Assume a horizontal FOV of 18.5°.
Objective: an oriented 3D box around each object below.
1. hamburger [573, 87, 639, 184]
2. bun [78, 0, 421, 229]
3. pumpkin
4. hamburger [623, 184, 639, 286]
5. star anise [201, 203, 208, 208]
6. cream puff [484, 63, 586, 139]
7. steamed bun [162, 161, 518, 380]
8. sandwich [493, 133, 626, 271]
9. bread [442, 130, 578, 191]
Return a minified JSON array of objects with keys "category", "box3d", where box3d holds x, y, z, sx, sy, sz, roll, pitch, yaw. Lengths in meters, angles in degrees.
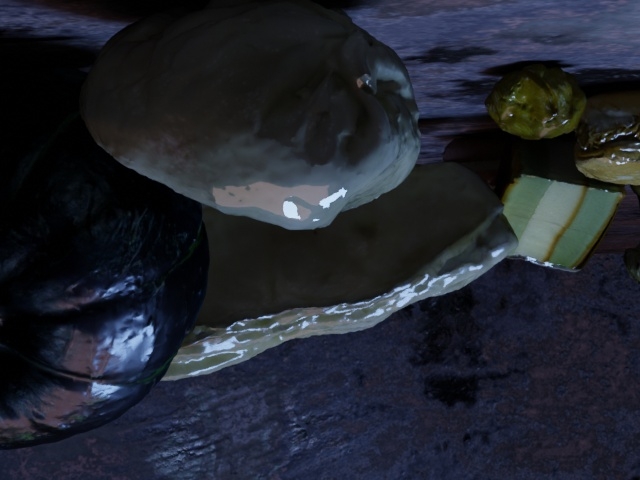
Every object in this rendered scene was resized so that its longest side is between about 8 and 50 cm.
[{"category":"hamburger","box3d":[0.296,-0.094,1.757,0.138,0.083,0.147,1,175,16]},{"category":"bun","box3d":[-0.036,-0.094,1.263,0.229,0.145,0.229,25,-165,-7]},{"category":"pumpkin","box3d":[-0.233,0.004,1.496,0.315,0.315,0.238,-4,-159,21]},{"category":"hamburger","box3d":[0.437,-0.016,2.269,0.192,0.168,0.288,-6,175,22]},{"category":"star anise","box3d":[-0.223,-0.057,1.752,0.315,0.108,0.315,-12,172,-2]},{"category":"cream puff","box3d":[0.175,-0.111,1.603,0.083,0.058,0.083,-2,174,24]},{"category":"steamed bun","box3d":[-0.043,0.000,1.929,0.428,0.247,0.189,-18,162,-3]},{"category":"sandwich","box3d":[0.224,-0.018,1.911,0.117,0.144,0.187,11,-164,1]},{"category":"bread","box3d":[0.227,-0.076,2.042,0.192,0.067,0.119,-3,176,10]}]
